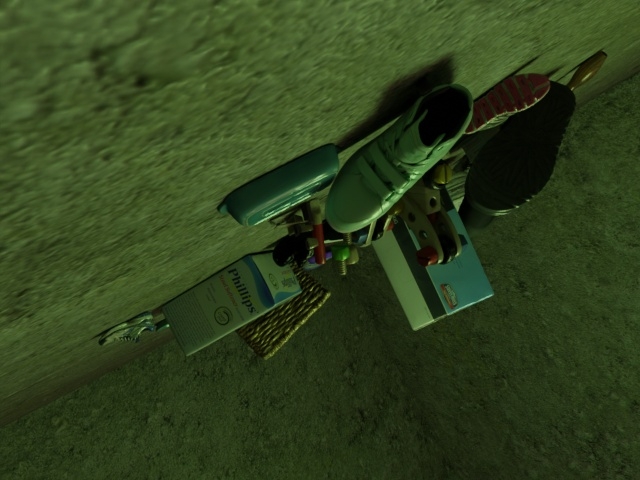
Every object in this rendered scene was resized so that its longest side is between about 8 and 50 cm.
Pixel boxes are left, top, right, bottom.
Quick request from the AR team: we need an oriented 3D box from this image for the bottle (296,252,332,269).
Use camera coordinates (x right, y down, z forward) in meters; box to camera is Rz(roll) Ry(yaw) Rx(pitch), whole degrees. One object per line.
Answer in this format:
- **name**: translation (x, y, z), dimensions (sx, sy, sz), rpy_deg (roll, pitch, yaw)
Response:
- **bottle**: translation (-0.007, 0.028, 1.598), dimensions (0.118, 0.092, 0.283), rpy_deg (-21, 173, -18)

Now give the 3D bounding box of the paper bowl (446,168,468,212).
- **paper bowl**: translation (0.376, -0.142, 1.639), dimensions (0.284, 0.148, 0.284), rpy_deg (-27, 169, -6)

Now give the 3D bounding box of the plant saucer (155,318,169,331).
- **plant saucer**: translation (-0.505, 0.270, 1.639), dimensions (0.119, 0.021, 0.119), rpy_deg (-28, 175, -3)

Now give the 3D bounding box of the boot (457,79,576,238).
- **boot**: translation (0.414, -0.122, 1.192), dimensions (0.367, 0.146, 0.445), rpy_deg (-49, 170, -19)

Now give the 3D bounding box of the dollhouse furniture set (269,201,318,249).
- **dollhouse furniture set**: translation (-0.067, -0.012, 0.972), dimensions (0.081, 0.091, 0.114), rpy_deg (-11, 172, -21)

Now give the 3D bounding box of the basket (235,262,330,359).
- **basket**: translation (-0.133, 0.235, 1.597), dimensions (0.299, 0.223, 0.213), rpy_deg (-46, 161, -15)

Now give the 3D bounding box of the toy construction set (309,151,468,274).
- **toy construction set**: translation (0.129, -0.082, 0.968), dimensions (0.308, 0.237, 0.257), rpy_deg (-12, -157, -10)

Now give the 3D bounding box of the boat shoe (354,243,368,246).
- **boat shoe**: translation (0.157, -0.047, 1.762), dimensions (0.103, 0.113, 0.302), rpy_deg (-26, 164, -21)

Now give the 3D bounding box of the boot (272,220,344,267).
- **boot**: translation (0.000, 0.000, 1.323), dimensions (0.246, 0.094, 0.207), rpy_deg (-24, 180, 7)

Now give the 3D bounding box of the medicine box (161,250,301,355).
- **medicine box**: translation (-0.231, 0.162, 1.339), dimensions (0.289, 0.149, 0.263), rpy_deg (-31, 175, 11)

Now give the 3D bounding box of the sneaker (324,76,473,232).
- **sneaker**: translation (0.091, -0.108, 0.636), dimensions (0.256, 0.094, 0.151), rpy_deg (-45, 177, 11)

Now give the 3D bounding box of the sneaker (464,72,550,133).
- **sneaker**: translation (0.332, -0.249, 0.881), dimensions (0.170, 0.063, 0.074), rpy_deg (-27, 178, 39)

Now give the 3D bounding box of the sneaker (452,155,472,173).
- **sneaker**: translation (0.552, -0.290, 1.743), dimensions (0.092, 0.088, 0.225), rpy_deg (-2, 161, -31)

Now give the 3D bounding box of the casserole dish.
- **casserole dish**: translation (-0.048, -0.070, 0.665), dimensions (0.188, 0.037, 0.114), rpy_deg (-28, 175, -11)

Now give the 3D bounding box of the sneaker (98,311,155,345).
- **sneaker**: translation (-0.465, 0.225, 1.175), dimensions (0.135, 0.058, 0.052), rpy_deg (-26, 174, -27)

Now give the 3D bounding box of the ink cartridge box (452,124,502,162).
- **ink cartridge box**: translation (0.474, -0.282, 1.368), dimensions (0.181, 0.062, 0.104), rpy_deg (-27, 174, -17)

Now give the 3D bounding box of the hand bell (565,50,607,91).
- **hand bell**: translation (0.602, -0.361, 1.197), dimensions (0.126, 0.126, 0.242), rpy_deg (-26, 163, -37)

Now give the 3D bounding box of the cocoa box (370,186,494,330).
- **cocoa box**: translation (0.266, 0.013, 1.293), dimensions (0.228, 0.347, 0.231), rpy_deg (-25, -174, 7)
